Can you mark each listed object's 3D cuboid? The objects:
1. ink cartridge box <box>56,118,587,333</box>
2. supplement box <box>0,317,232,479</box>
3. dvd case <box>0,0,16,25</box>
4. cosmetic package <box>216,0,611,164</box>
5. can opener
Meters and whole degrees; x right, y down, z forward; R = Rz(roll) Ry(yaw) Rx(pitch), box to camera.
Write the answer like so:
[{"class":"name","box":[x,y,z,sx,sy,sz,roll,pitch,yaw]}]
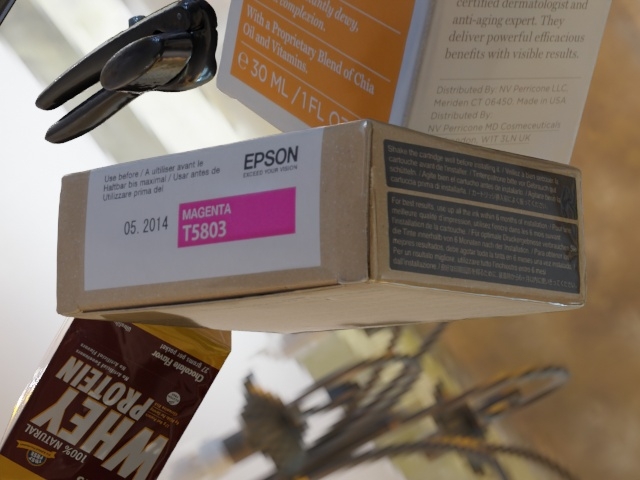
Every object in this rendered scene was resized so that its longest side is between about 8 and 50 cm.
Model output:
[{"class":"ink cartridge box","box":[0.000,0.000,1.039,0.193,0.235,0.088,9,-102,-49]},{"class":"supplement box","box":[-0.180,0.125,1.634,0.129,0.194,0.191,29,-171,-8]},{"class":"dvd case","box":[-0.246,-0.046,0.686,0.180,0.253,0.022,-70,-31,-47]},{"class":"cosmetic package","box":[0.087,-0.272,1.234,0.162,0.453,0.230,-4,-154,-35]},{"class":"can opener","box":[-0.131,-0.112,1.217,0.073,0.186,0.059,4,-105,-39]}]
